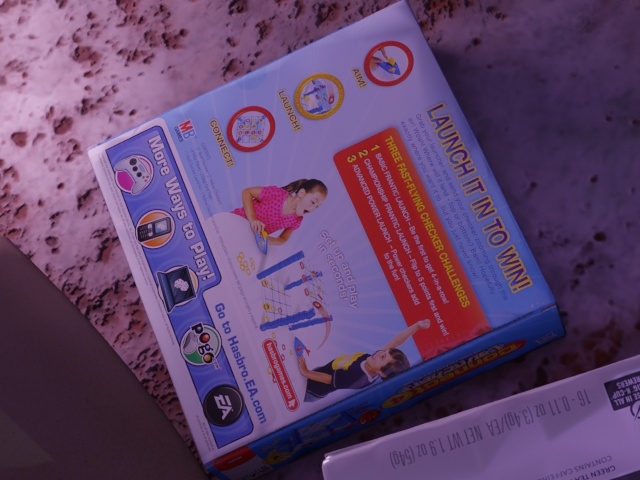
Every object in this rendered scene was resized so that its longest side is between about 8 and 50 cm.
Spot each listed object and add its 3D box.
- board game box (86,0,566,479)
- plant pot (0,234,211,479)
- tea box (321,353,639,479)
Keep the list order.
[{"bbox_3d":[0.000,0.000,1.363,0.302,0.086,0.308,-25,65,4],"label":"board game box"},{"bbox_3d":[-0.216,0.176,1.284,0.274,0.256,0.256,35,81,8],"label":"plant pot"},{"bbox_3d":[0.213,0.267,1.131,0.329,0.220,0.323,-20,66,6],"label":"tea box"}]
